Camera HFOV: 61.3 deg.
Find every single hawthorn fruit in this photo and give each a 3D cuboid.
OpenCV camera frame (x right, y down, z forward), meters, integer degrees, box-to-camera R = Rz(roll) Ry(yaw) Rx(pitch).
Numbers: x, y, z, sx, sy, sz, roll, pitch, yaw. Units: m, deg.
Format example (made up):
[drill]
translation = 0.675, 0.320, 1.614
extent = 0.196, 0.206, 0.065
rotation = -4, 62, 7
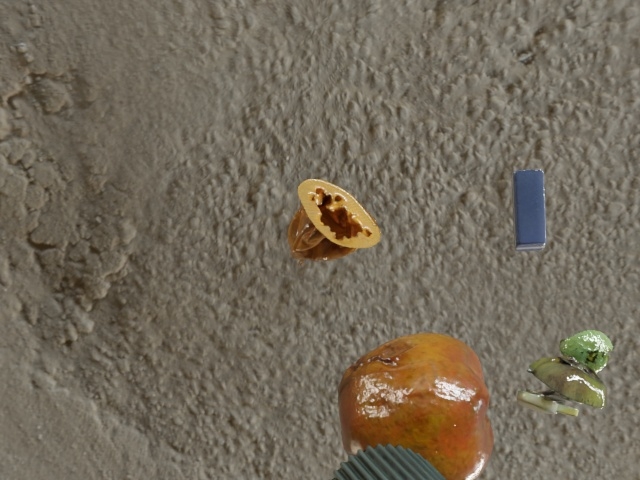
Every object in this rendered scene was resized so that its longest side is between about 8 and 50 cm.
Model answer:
[hawthorn fruit]
translation = 0.266, 0.483, 1.568
extent = 0.472, 0.471, 0.471
rotation = 0, 112, 0

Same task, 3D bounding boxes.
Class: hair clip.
[hair clip]
translation = 0.651, 0.451, 1.530
extent = 0.159, 0.071, 0.218
rotation = 26, 152, -9

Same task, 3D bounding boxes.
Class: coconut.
[coconut]
translation = 0.738, 0.317, 1.508
extent = 0.133, 0.055, 0.158
rotation = 29, 89, -1

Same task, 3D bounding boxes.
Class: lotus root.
[lotus root]
translation = 0.622, 0.334, 1.337
extent = 0.204, 0.183, 0.077
rotation = 20, 98, -15

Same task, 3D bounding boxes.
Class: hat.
[hat]
translation = 0.000, 0.000, 1.486
extent = 0.244, 0.233, 0.233
rotation = 20, 131, -19

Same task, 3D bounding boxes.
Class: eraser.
[eraser]
translation = 0.574, -0.081, 1.487
extent = 0.082, 0.036, 0.225
rotation = -4, 93, 6

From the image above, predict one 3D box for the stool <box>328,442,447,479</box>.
[stool]
translation = 0.164, 0.572, 1.024
extent = 0.297, 0.330, 0.297
rotation = 1, 80, -9
